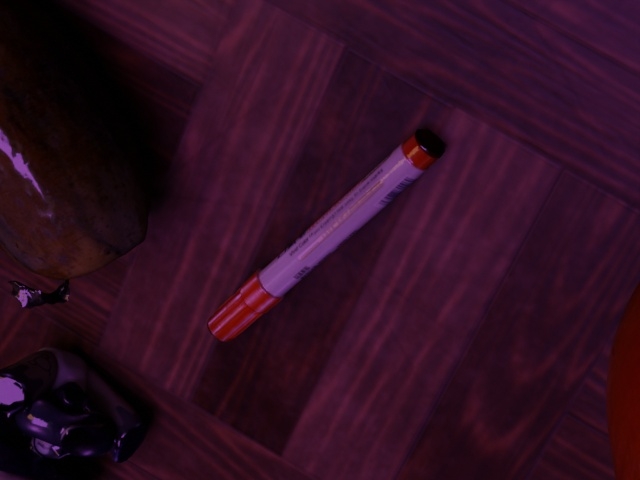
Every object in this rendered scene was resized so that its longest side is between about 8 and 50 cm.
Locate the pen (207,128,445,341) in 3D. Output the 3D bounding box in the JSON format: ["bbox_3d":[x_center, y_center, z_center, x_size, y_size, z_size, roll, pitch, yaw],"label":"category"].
[{"bbox_3d":[0.000,0.000,1.338,0.028,0.028,0.239,47,123,-3],"label":"pen"}]

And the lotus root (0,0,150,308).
[{"bbox_3d":[-0.209,-0.080,1.335,0.123,0.124,0.241,-24,105,31],"label":"lotus root"}]

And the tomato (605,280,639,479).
[{"bbox_3d":[0.313,0.131,1.098,0.322,0.321,0.321,10,118,20],"label":"tomato"}]

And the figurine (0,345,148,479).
[{"bbox_3d":[-0.255,0.172,1.484,0.145,0.145,0.222,44,114,-1],"label":"figurine"}]
